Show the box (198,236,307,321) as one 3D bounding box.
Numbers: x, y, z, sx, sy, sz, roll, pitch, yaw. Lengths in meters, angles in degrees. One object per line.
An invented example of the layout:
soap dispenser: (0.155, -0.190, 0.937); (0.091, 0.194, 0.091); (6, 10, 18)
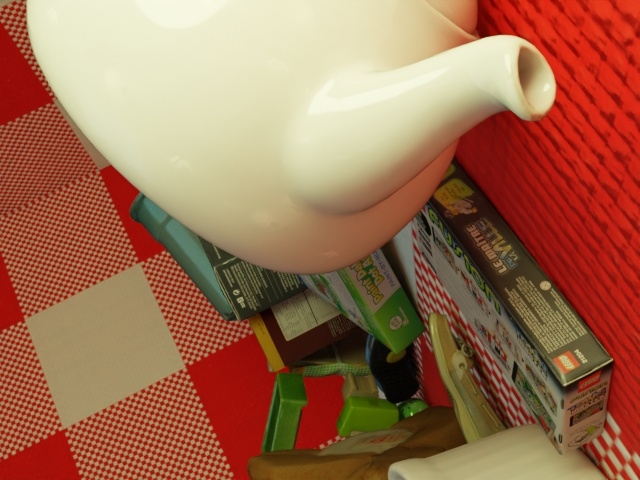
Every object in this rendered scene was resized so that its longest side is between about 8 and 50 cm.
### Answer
box: (-0.067, 0.003, 1.344); (0.153, 0.207, 0.108); (-124, 10, -57)

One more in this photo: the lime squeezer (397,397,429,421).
lime squeezer: (0.167, 0.298, 1.438); (0.110, 0.059, 0.310); (33, 170, 3)

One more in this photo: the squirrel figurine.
squirrel figurine: (0.119, 0.415, 1.027); (0.397, 0.281, 0.370); (163, 94, -73)

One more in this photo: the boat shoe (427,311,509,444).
boat shoe: (0.149, 0.141, 0.905); (0.056, 0.048, 0.153); (-12, -98, -83)

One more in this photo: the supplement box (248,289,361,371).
supplement box: (-0.036, 0.076, 1.449); (0.129, 0.194, 0.191); (68, 173, -29)

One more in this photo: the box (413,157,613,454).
box: (0.128, 0.040, 0.633); (0.207, 0.036, 0.114); (59, 173, 36)

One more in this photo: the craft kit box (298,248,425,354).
craft kit box: (0.000, 0.000, 1.130); (0.246, 0.061, 0.250); (38, 163, 55)

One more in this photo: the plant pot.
plant pot: (-0.206, -0.017, 2.066); (0.334, 0.341, 0.341); (54, 173, 10)

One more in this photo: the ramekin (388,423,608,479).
ramekin: (0.174, 0.286, 0.724); (0.277, 0.135, 0.277); (158, 90, -81)

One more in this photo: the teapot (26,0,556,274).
teapot: (-0.009, -0.123, 0.463); (0.256, 0.187, 0.252); (47, -159, 4)

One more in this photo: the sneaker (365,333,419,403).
sneaker: (0.095, 0.160, 1.306); (0.209, 0.069, 0.082); (71, 174, -53)

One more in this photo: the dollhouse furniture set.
dollhouse furniture set: (0.005, 0.261, 1.489); (0.301, 0.198, 0.151); (-107, 26, -67)
